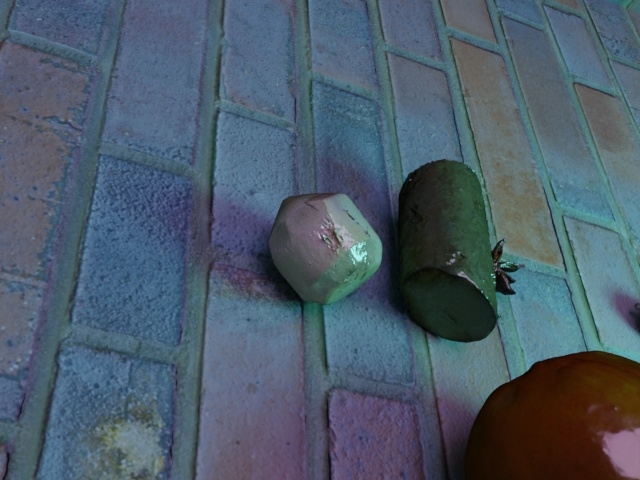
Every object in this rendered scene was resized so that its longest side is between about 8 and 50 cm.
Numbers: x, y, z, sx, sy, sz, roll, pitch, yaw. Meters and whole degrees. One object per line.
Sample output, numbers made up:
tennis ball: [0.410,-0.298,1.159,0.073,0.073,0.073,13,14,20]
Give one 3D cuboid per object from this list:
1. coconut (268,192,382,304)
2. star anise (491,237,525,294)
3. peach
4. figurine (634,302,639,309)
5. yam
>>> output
coconut: [0.000,0.000,1.331,0.171,0.171,0.183,-26,73,-44]
star anise: [0.309,0.047,1.570,0.141,0.042,0.141,16,49,-19]
peach: [0.361,0.304,1.165,0.343,0.343,0.302,-12,77,-38]
figurine: [0.708,0.174,1.662,0.197,0.093,0.147,37,54,2]
yam: [0.213,0.016,1.451,0.168,0.168,0.304,20,45,-15]
